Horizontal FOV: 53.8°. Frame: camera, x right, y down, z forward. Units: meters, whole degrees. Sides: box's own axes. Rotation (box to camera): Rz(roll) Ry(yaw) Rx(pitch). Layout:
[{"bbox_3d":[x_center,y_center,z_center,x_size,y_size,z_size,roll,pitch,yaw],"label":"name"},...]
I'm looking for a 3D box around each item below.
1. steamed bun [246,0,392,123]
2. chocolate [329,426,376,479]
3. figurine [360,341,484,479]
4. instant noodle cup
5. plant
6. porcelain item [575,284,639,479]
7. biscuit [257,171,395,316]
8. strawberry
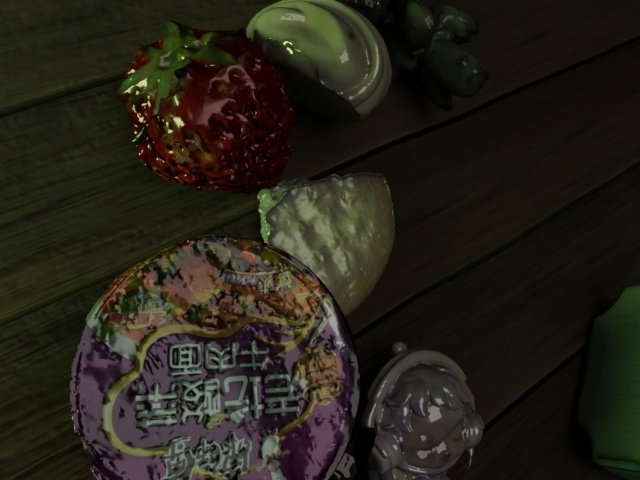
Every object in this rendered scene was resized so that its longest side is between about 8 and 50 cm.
[{"bbox_3d":[0.003,-0.219,0.747,0.183,0.183,0.106,31,88,-18],"label":"steamed bun"},{"bbox_3d":[-0.020,0.239,0.664,0.080,0.125,0.148,36,74,-11],"label":"chocolate"},{"bbox_3d":[0.121,0.234,0.726,0.163,0.141,0.236,6,76,-30],"label":"figurine"},{"bbox_3d":[-0.114,0.135,0.604,0.251,0.190,0.251,6,76,-25],"label":"instant noodle cup"},{"bbox_3d":[0.107,-0.289,0.827,0.274,0.149,0.146,43,27,-17],"label":"plant"},{"bbox_3d":[0.509,0.196,0.848,0.157,0.281,0.285,26,67,-17],"label":"porcelain item"},{"bbox_3d":[0.000,0.000,0.775,0.188,0.040,0.265,45,64,-14],"label":"biscuit"},{"bbox_3d":[-0.112,-0.127,0.680,0.201,0.187,0.184,52,44,-45],"label":"strawberry"}]
